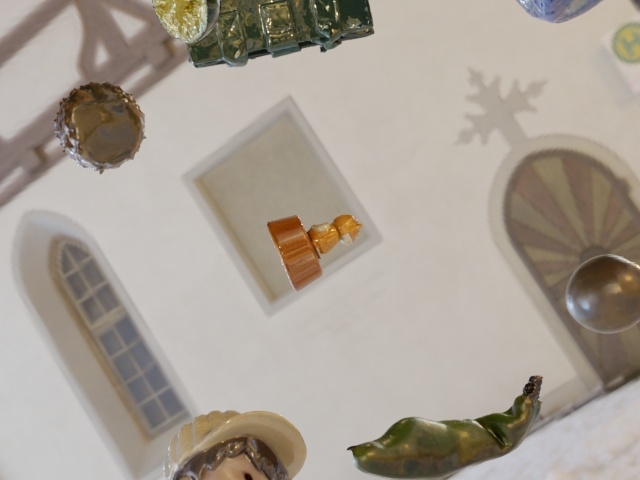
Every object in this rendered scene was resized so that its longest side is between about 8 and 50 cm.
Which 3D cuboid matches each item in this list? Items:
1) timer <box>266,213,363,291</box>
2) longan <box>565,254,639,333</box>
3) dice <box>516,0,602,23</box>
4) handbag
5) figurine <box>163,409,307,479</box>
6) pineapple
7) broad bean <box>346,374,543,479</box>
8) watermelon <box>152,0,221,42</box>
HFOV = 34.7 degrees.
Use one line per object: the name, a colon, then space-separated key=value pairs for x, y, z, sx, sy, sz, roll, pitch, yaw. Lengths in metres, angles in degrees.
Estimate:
timer: x=0.000 y=0.000 z=1.759 sx=0.152 sy=0.132 sz=0.132 roll=-23 pitch=-7 yaw=-2
longan: x=0.361 y=0.062 z=1.257 sx=0.119 sy=0.106 sz=0.106 roll=-25 pitch=-8 yaw=-11
dice: x=0.256 y=-0.327 z=1.073 sx=0.146 sy=0.143 sz=0.146 roll=-35 pitch=-23 yaw=1
handbag: x=-0.085 y=-0.431 z=1.758 sx=0.327 sy=0.238 sz=0.089 roll=-11 pitch=0 yaw=-3
figurine: x=-0.140 y=0.381 z=1.356 sx=0.204 sy=0.185 sz=0.332 roll=-9 pitch=49 yaw=38
pineapple: x=-0.278 y=-0.140 z=1.243 sx=0.108 sy=0.108 sz=0.198 roll=-31 pitch=19 yaw=-17
broad bean: x=0.109 y=0.166 z=0.854 sx=0.195 sy=0.061 sz=0.046 roll=-16 pitch=17 yaw=-25
watermelon: x=-0.161 y=-0.301 z=1.269 sx=0.062 sy=0.105 sz=0.105 roll=-35 pitch=-3 yaw=-41
